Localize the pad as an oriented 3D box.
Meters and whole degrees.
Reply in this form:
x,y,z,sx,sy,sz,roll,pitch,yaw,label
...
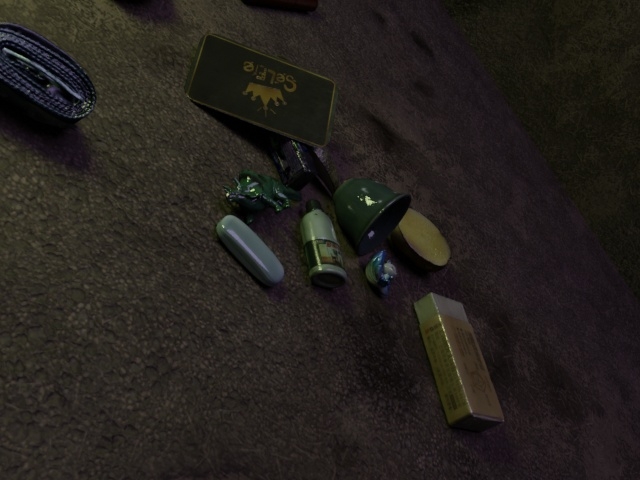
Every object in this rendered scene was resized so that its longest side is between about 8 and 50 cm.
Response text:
x,y,z,sx,sy,sz,roll,pitch,yaw,label
-0.121,-0.412,1.851,0.375,0.063,0.315,18,53,-14,pad

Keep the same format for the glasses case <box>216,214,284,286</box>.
x,y,z,sx,sy,sz,roll,pitch,yaw,label
-0.146,0.022,1.575,0.178,0.045,0.067,47,33,-8,glasses case

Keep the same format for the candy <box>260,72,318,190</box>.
x,y,z,sx,sy,sz,roll,pitch,yaw,label
-0.097,-0.270,1.872,0.061,0.088,0.312,5,56,-47,candy

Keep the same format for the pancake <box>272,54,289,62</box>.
x,y,z,sx,sy,sz,roll,pitch,yaw,label
-0.104,-0.485,2.136,0.108,0.017,0.108,32,41,-33,pancake

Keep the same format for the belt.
x,y,z,sx,sy,sz,roll,pitch,yaw,label
-0.518,-0.288,1.349,0.218,0.128,0.122,35,66,-28,belt

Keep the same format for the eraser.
x,y,z,sx,sy,sz,roll,pitch,yaw,label
0.341,0.301,1.886,0.144,0.078,0.343,21,43,-40,eraser

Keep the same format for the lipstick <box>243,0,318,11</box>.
x,y,z,sx,sy,sz,roll,pitch,yaw,label
-0.125,-0.747,2.321,0.357,0.057,0.057,-18,74,-55,lipstick

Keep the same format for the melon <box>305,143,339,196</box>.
x,y,z,sx,sy,sz,roll,pitch,yaw,label
-0.001,-0.193,1.921,0.182,0.098,0.054,51,56,-3,melon

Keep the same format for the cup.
x,y,z,sx,sy,sz,roll,pitch,yaw,label
0.109,-0.084,1.897,0.150,0.199,0.199,43,29,18,cup

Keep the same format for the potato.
x,y,z,sx,sy,sz,roll,pitch,yaw,label
0.263,0.006,2.071,0.200,0.081,0.164,46,41,-5,potato

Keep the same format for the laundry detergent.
x,y,z,sx,sy,sz,roll,pitch,yaw,label
0.000,0.000,1.757,0.099,0.070,0.225,14,47,-33,laundry detergent

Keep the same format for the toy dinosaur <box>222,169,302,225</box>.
x,y,z,sx,sy,sz,roll,pitch,yaw,label
-0.110,-0.091,1.702,0.292,0.079,0.120,11,53,-50,toy dinosaur

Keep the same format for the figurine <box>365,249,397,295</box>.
x,y,z,sx,sy,sz,roll,pitch,yaw,label
0.153,0.072,1.867,0.114,0.079,0.114,-10,90,-67,figurine
